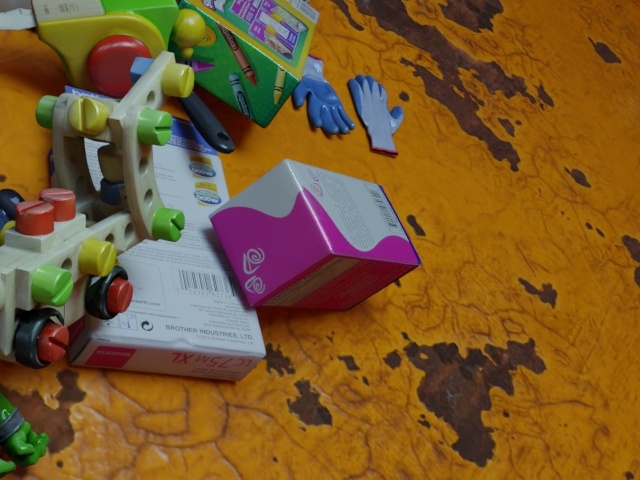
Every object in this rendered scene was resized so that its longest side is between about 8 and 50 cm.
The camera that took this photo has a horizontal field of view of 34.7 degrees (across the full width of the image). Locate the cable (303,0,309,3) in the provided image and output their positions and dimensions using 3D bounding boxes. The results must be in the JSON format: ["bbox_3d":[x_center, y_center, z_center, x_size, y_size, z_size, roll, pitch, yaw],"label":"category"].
[{"bbox_3d":[-0.104,-0.450,1.498,0.257,0.089,0.257,29,39,-17],"label":"cable"}]

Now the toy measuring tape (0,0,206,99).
[{"bbox_3d":[-0.284,-0.199,1.096,0.330,0.121,0.121,-10,58,-15],"label":"toy measuring tape"}]

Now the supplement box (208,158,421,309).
[{"bbox_3d":[0.000,0.000,1.093,0.220,0.114,0.111,11,49,-62],"label":"supplement box"}]

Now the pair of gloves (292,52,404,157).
[{"bbox_3d":[0.043,-0.193,1.441,0.198,0.023,0.159,14,46,-31],"label":"pair of gloves"}]

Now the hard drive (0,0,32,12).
[{"bbox_3d":[-0.307,-0.371,1.260,0.210,0.040,0.319,13,46,-20],"label":"hard drive"}]

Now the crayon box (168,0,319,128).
[{"bbox_3d":[-0.099,-0.266,1.292,0.165,0.081,0.278,33,27,-12],"label":"crayon box"}]

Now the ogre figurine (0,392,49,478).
[{"bbox_3d":[-0.302,0.138,0.765,0.197,0.097,0.118,-17,78,-36],"label":"ogre figurine"}]

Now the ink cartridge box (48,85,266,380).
[{"bbox_3d":[-0.174,-0.009,1.043,0.185,0.065,0.311,11,50,-34],"label":"ink cartridge box"}]

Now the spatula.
[{"bbox_3d":[-0.168,-0.170,1.164,0.084,0.030,0.296,6,25,-37],"label":"spatula"}]

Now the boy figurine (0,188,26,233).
[{"bbox_3d":[-0.361,0.024,0.823,0.177,0.092,0.285,44,38,1],"label":"boy figurine"}]

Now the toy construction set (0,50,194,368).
[{"bbox_3d":[-0.222,-0.029,0.817,0.151,0.215,0.327,18,24,29],"label":"toy construction set"}]
